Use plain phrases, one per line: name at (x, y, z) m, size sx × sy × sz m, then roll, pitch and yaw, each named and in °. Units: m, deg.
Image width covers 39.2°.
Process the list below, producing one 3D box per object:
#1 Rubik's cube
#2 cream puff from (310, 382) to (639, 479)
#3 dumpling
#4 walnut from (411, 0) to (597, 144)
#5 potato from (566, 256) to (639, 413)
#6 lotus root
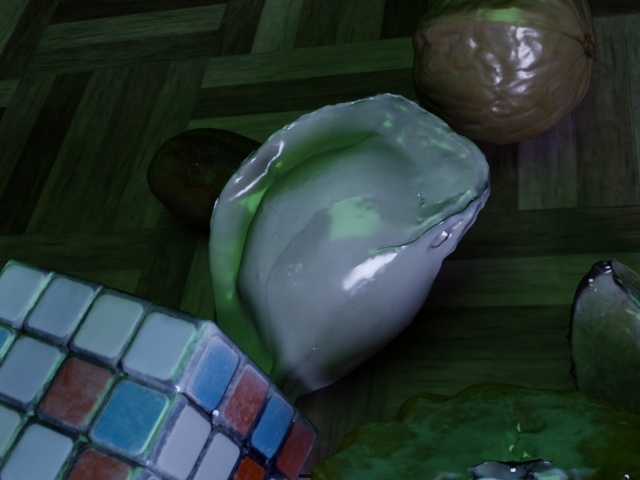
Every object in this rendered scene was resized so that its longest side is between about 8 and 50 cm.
Rubik's cube at (-0.193, 0.202, 0.818) m, size 0.259 × 0.256 × 0.253 m, roll 13°, pitch 64°, yaw 28°
cream puff at (0.158, 0.258, 0.712) m, size 0.324 × 0.269 × 0.274 m, roll -6°, pitch 17°, yaw 13°
dumpling at (-0.002, 0.003, 0.961) m, size 0.181 × 0.341 × 0.260 m, roll -10°, pitch 50°, yaw -43°
walnut at (0.213, -0.227, 1.077) m, size 0.228 × 0.228 × 0.228 m, roll -9°, pitch 50°, yaw 11°
potato at (0.321, 0.149, 0.834) m, size 0.120 × 0.100 × 0.261 m, roll -47°, pitch 59°, yaw 29°
lotus root at (-0.116, -0.067, 1.112) m, size 0.241 × 0.123 × 0.124 m, roll 23°, pitch 52°, yaw 28°
